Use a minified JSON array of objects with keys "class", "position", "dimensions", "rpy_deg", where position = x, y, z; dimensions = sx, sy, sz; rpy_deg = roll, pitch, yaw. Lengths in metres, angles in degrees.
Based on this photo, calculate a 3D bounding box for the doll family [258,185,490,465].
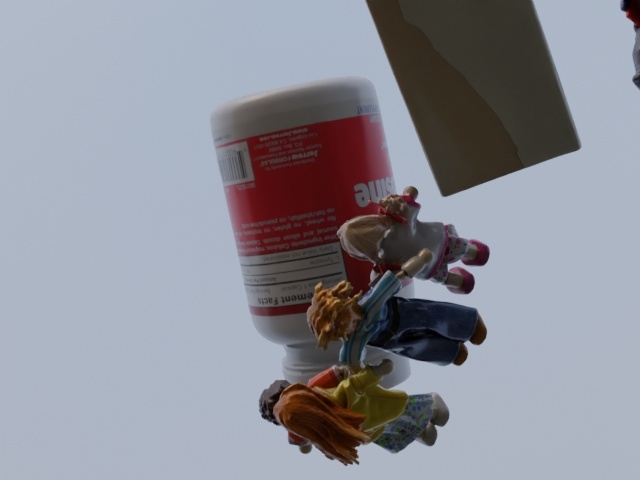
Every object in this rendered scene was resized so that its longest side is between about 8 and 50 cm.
[{"class":"doll family","position":[0.047,0.092,0.709],"dimensions":[0.163,0.118,0.262],"rpy_deg":[13,-70,-32]}]

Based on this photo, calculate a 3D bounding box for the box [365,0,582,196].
[{"class":"box","position":[0.104,-0.211,0.722],"dimensions":[0.121,0.148,0.311],"rpy_deg":[-20,-77,15]}]

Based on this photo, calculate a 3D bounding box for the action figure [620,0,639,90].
[{"class":"action figure","position":[0.521,-0.338,1.098],"dimensions":[0.330,0.178,0.341],"rpy_deg":[15,-115,-8]}]

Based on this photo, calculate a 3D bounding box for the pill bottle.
[{"class":"pill bottle","position":[0.000,0.000,1.175],"dimensions":[0.229,0.229,0.407],"rpy_deg":[-11,-85,5]}]
